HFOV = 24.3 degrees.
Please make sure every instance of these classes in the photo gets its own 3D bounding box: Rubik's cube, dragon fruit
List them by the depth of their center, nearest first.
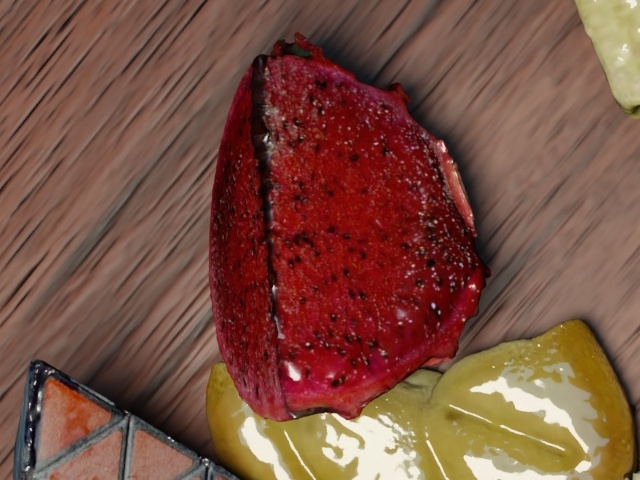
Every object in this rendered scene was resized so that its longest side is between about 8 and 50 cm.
[{"bbox_3d":[0.000,0.000,1.012,0.189,0.163,0.261,-17,71,38],"label":"dragon fruit"},{"bbox_3d":[-0.195,0.188,1.032,0.211,0.178,0.190,41,75,-29],"label":"Rubik's cube"}]

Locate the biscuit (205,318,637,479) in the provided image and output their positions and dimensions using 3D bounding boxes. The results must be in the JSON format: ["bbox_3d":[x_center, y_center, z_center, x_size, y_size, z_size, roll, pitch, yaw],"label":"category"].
[{"bbox_3d":[0.069,0.145,1.035,0.299,0.045,0.154,-8,86,12],"label":"biscuit"}]

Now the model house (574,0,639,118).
[{"bbox_3d":[0.260,-0.193,0.966,0.234,0.175,0.193,-21,84,20],"label":"model house"}]

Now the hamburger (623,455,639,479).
[{"bbox_3d":[0.248,0.351,0.875,0.287,0.268,0.445,21,96,5],"label":"hamburger"}]
